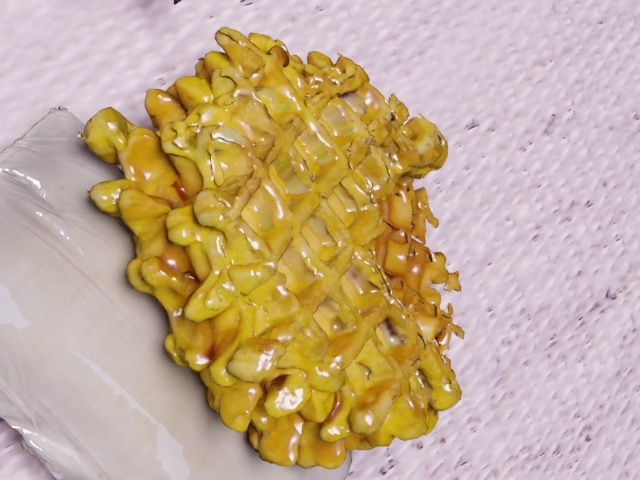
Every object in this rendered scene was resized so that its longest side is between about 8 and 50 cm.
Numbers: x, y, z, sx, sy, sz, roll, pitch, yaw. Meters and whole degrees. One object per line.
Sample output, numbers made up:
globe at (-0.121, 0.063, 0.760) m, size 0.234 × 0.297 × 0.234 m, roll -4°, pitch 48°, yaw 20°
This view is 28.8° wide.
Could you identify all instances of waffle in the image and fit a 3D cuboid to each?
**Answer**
waffle at (0.000, 0.000, 0.553) m, size 0.197 × 0.070 × 0.193 m, roll -9°, pitch 79°, yaw -50°

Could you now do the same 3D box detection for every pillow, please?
pillow at (-0.078, 0.058, 0.539) m, size 0.229 × 0.051 × 0.128 m, roll 50°, pitch 51°, yaw -19°

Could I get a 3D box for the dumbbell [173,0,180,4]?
dumbbell at (-0.110, -0.194, 0.522) m, size 0.099 × 0.099 × 0.208 m, roll -38°, pitch 105°, yaw -29°
